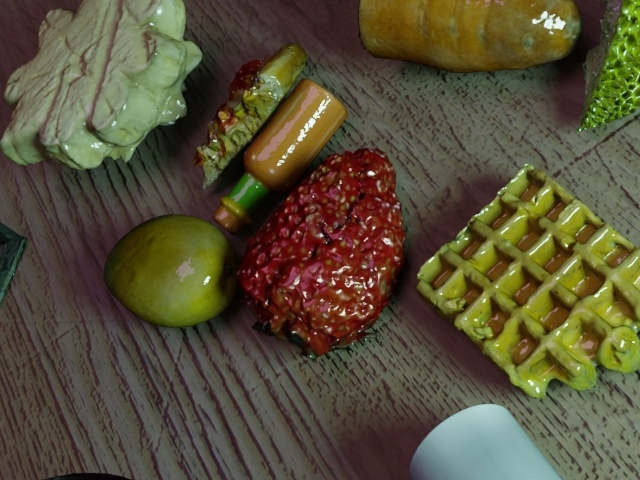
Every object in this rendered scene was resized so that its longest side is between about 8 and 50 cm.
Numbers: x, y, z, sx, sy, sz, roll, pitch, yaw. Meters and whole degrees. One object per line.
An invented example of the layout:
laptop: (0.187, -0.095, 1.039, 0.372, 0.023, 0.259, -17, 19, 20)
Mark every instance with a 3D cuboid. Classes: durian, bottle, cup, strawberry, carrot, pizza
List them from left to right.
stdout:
pizza: (-0.091, -0.144, 1.263, 0.199, 0.062, 0.188, -52, 4, 16)
bottle: (-0.050, -0.088, 1.222, 0.187, 0.069, 0.069, -51, 45, -2)
strawberry: (0.013, -0.001, 1.095, 0.174, 0.098, 0.228, 26, 79, 43)
carrot: (0.163, -0.242, 1.129, 0.225, 0.159, 0.159, 19, 73, 32)
cup: (0.141, 0.218, 0.871, 0.099, 0.136, 0.133, -18, 43, -19)
durian: (0.288, -0.204, 1.054, 0.100, 0.086, 0.215, -10, 57, 48)

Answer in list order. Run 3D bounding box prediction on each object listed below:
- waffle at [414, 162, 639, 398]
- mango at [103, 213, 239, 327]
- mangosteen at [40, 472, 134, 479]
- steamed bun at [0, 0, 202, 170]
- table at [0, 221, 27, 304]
waffle: (0.196, 0.047, 0.961, 0.160, 0.055, 0.211, -44, 46, 2)
mango: (-0.168, 0.033, 1.217, 0.195, 0.092, 0.130, -5, 60, 44)
mangosteen: (-0.205, 0.351, 0.893, 0.330, 0.330, 0.330, -19, 51, 25)
steamed bun: (-0.273, -0.199, 1.418, 0.295, 0.137, 0.292, -54, 46, 2)
table: (-0.611, 0.028, 1.408, 0.335, 0.272, 0.222, -2, 60, 35)
